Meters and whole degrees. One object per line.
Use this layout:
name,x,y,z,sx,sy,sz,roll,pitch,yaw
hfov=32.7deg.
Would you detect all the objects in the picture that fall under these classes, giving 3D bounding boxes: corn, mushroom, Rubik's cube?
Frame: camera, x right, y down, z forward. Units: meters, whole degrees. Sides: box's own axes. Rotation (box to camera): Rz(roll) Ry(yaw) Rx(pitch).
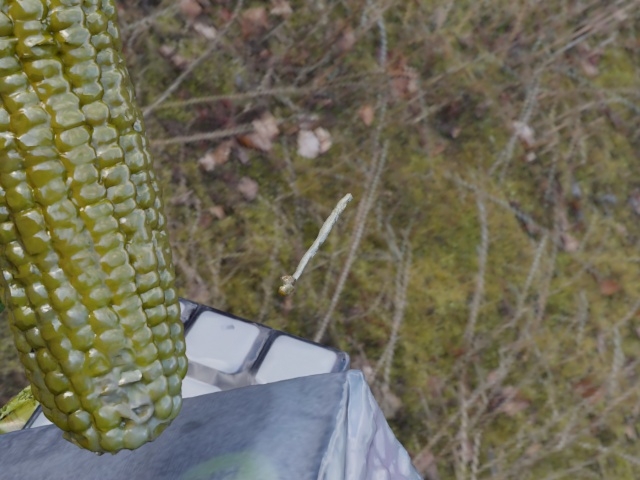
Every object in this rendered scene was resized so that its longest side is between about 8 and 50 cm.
corn,-0.125,-0.062,0.489,0.097,0.097,0.319,-20,100,-45
mushroom,-0.005,0.002,1.479,0.026,0.028,0.286,56,30,-13
Rubik's cube,-0.155,0.281,1.282,0.301,0.305,0.303,16,46,16

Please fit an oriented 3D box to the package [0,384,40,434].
package,-0.381,0.306,1.597,0.168,0.090,0.226,-39,85,-14

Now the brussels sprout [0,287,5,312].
brussels sprout,-0.477,-0.006,1.272,0.355,0.281,0.289,-14,123,-66

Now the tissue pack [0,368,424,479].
tissue pack,-0.160,0.225,0.583,0.124,0.394,0.288,62,29,-25
